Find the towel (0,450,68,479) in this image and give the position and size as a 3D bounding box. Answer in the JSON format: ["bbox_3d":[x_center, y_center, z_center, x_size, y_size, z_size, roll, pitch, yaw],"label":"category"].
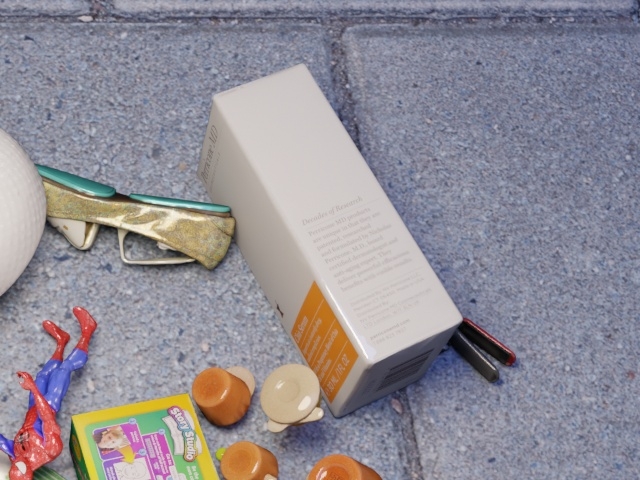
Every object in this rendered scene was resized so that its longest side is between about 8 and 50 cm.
[{"bbox_3d":[-0.484,0.368,1.663,0.324,0.038,0.248,25,60,2],"label":"towel"}]

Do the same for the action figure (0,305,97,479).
[{"bbox_3d":[-0.386,0.190,1.680,0.139,0.091,0.280,45,32,-34],"label":"action figure"}]

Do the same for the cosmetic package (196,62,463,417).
[{"bbox_3d":[0.000,0.000,1.855,0.161,0.230,0.453,-23,69,-22],"label":"cosmetic package"}]

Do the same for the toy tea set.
[{"bbox_3d":[-0.045,0.293,1.737,0.200,0.124,0.336,-30,56,3],"label":"toy tea set"}]

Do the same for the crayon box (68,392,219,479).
[{"bbox_3d":[-0.215,0.343,1.670,0.165,0.081,0.278,-8,51,-22],"label":"crayon box"}]

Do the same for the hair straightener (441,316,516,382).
[{"bbox_3d":[0.181,0.135,1.930,0.230,0.047,0.089,41,61,10],"label":"hair straightener"}]

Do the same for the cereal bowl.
[{"bbox_3d":[-0.554,-0.049,1.741,0.338,0.141,0.339,-5,58,7],"label":"cereal bowl"}]

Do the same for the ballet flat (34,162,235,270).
[{"bbox_3d":[-0.302,-0.029,1.877,0.348,0.123,0.123,13,61,-3],"label":"ballet flat"}]
